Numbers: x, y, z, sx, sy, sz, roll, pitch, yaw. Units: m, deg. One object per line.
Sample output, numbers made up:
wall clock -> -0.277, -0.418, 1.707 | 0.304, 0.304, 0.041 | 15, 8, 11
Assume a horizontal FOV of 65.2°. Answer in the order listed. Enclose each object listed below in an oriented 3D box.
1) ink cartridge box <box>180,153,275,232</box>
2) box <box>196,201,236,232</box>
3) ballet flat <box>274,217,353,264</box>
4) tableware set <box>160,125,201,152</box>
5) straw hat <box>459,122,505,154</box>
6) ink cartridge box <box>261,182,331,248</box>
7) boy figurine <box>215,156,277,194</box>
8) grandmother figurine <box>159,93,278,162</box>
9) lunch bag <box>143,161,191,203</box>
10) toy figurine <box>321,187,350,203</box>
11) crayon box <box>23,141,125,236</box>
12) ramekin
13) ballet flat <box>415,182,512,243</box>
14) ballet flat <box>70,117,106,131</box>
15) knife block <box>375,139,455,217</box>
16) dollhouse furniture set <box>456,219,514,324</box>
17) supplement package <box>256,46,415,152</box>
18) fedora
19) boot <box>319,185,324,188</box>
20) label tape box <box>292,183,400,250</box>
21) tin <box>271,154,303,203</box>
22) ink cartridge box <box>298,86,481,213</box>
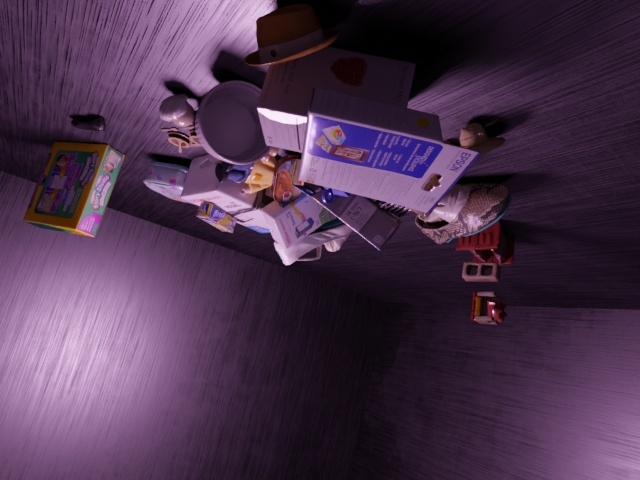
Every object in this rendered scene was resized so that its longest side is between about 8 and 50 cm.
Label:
ink cartridge box -> -0.281, -0.171, 1.897 | 0.395, 0.166, 0.286 | 25, 163, -37
box -> -0.385, -0.085, 1.868 | 0.054, 0.059, 0.169 | 7, 165, 27
ballet flat -> 0.000, 0.000, 1.984 | 0.401, 0.139, 0.139 | -19, -176, -30
tableware set -> -0.437, -0.332, 1.677 | 0.194, 0.039, 0.128 | 4, 163, 34
straw hat -> 0.360, -0.243, 1.180 | 0.145, 0.145, 0.061 | -3, 117, 51
ink cartridge box -> -0.084, -0.094, 1.793 | 0.093, 0.213, 0.154 | 38, 155, 46
boy figurine -> -0.208, -0.219, 1.680 | 0.285, 0.092, 0.177 | 9, 130, -38
grandmother figurine -> -0.288, -0.325, 1.438 | 0.343, 0.103, 0.208 | 17, 158, -22
lunch bag -> -0.554, -0.226, 2.036 | 0.224, 0.107, 0.279 | 9, 171, 18
toy figurine -> 0.036, -0.194, 1.382 | 0.192, 0.217, 0.363 | 6, 164, 31
crayon box -> -0.997, -0.214, 2.027 | 0.314, 0.362, 0.106 | 8, 165, 24
ramekin -> -0.222, -0.296, 1.281 | 0.207, 0.207, 0.109 | 22, 173, -30
ballet flat -> 0.408, -0.090, 1.588 | 0.182, 0.163, 0.483 | 24, 169, -3
ballet flat -> -0.812, -0.412, 1.755 | 0.173, 0.049, 0.058 | 12, -165, 28
knife block -> 0.273, -0.182, 1.433 | 0.088, 0.275, 0.242 | 26, -158, -22
dollhouse furniture set -> 0.582, 0.124, 1.791 | 0.152, 0.373, 0.201 | -2, 158, 35
supplement package -> 0.035, -0.289, 1.080 | 0.293, 0.177, 0.175 | 12, 164, 4
fedora -> -0.061, -0.386, 0.926 | 0.195, 0.194, 0.079 | 4, 126, 35
boot -> -0.001, -0.212, 1.742 | 0.107, 0.037, 0.114 | 18, 171, -8
label tape box -> 0.094, -0.117, 1.596 | 0.334, 0.105, 0.240 | 38, -171, 4
tin -> -0.106, -0.203, 1.659 | 0.106, 0.040, 0.189 | -6, 138, -21
ink cartridge box -> 0.117, -0.166, 0.997 | 0.308, 0.072, 0.303 | 11, 162, -3
